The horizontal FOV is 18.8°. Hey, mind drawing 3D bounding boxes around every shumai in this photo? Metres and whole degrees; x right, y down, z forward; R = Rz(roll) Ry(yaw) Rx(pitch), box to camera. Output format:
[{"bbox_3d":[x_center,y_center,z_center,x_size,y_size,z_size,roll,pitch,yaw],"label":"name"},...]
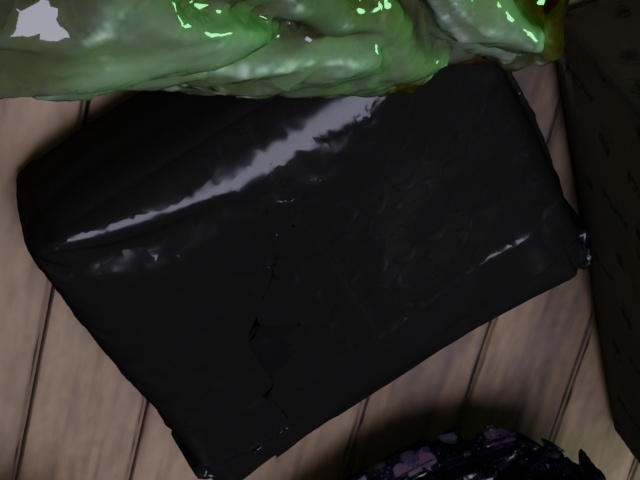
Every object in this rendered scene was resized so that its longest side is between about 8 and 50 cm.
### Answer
[{"bbox_3d":[-0.020,-0.119,0.737,0.263,0.309,0.304,42,60,-41],"label":"shumai"}]

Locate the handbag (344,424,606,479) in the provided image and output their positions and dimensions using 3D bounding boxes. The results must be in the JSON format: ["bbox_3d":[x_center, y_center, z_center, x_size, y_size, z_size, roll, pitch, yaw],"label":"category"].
[{"bbox_3d":[0.072,0.210,1.084,0.229,0.127,0.207,-29,121,1],"label":"handbag"}]

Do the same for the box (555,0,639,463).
[{"bbox_3d":[0.268,0.010,0.987,0.225,0.190,0.297,-19,125,-7],"label":"box"}]

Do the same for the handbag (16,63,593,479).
[{"bbox_3d":[0.000,0.000,0.948,0.247,0.080,0.223,-31,127,2],"label":"handbag"}]
